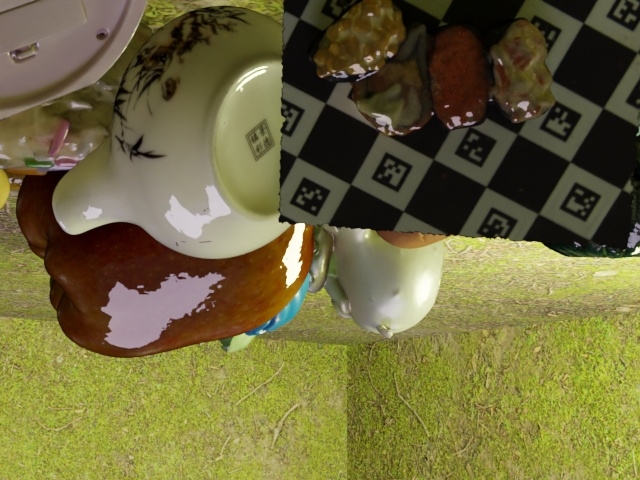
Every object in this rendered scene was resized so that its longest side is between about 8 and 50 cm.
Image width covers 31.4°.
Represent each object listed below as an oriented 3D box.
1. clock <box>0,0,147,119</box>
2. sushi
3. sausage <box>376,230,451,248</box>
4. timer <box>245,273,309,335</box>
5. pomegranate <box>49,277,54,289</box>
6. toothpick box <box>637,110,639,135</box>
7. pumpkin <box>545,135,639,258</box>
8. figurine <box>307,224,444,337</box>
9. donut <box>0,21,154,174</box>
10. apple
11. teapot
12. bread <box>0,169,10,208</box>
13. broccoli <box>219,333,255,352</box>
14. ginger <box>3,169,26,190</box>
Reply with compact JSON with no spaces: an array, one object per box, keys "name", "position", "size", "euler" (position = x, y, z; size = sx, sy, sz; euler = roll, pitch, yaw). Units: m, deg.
[{"name":"clock","position":[-0.210,-0.175,0.724],"size":[0.197,0.197,0.068],"euler":[11,-152,-44]},{"name":"sushi","position":[0.113,-0.115,0.874],"size":[0.290,0.264,0.050],"euler":[2,-161,0]},{"name":"sausage","position":[0.160,-0.067,1.460],"size":[0.121,0.121,0.304],"euler":[4,167,-20]},{"name":"timer","position":[-0.202,0.027,1.666],"size":[0.340,0.115,0.309],"euler":[-9,135,36]},{"name":"pomegranate","position":[-0.407,0.075,2.118],"size":[0.181,0.181,0.224],"euler":[2,-176,-8]},{"name":"toothpick box","position":[0.341,-0.139,1.257],"size":[0.052,0.052,0.083],"euler":[3,168,-12]},{"name":"pumpkin","position":[0.358,-0.057,1.404],"size":[0.220,0.162,0.220],"euler":[5,179,0]},{"name":"figurine","position":[0.000,0.000,1.759],"size":[0.394,0.226,0.274],"euler":[13,148,0]},{"name":"donut","position":[-0.322,-0.150,0.949],"size":[0.307,0.150,0.371],"euler":[-4,169,21]},{"name":"apple","position":[-0.149,-0.026,1.197],"size":[0.317,0.288,0.288],"euler":[-24,173,-10]},{"name":"teapot","position":[-0.079,-0.100,0.978],"size":[0.166,0.208,0.300],"euler":[-8,-151,41]},{"name":"bread","position":[-0.465,-0.082,1.347],"size":[0.147,0.098,0.217],"euler":[-3,150,15]},{"name":"broccoli","position":[-0.206,0.080,1.937],"size":[0.270,0.270,0.270],"euler":[40,-168,31]},{"name":"ginger","position":[-0.341,-0.096,1.472],"size":[0.299,0.065,0.118],"euler":[3,163,2]}]
